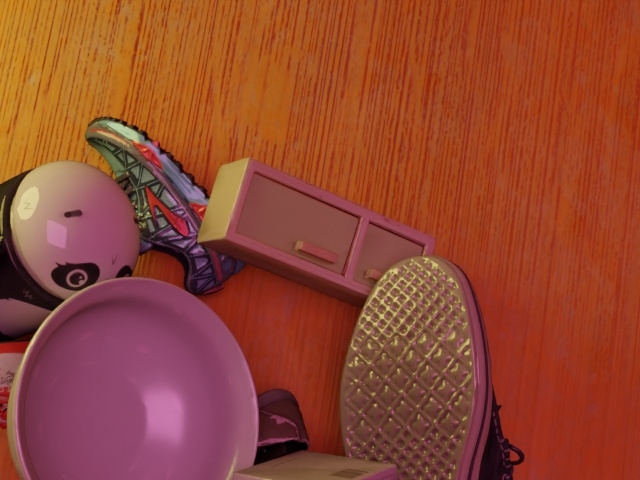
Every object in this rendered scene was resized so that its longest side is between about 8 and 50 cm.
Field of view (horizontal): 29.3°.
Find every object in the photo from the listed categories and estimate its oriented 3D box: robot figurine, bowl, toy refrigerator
[{"bbox_3d":[-0.332,0.018,1.397,0.173,0.278,0.209,52,36,-24],"label":"robot figurine"},{"bbox_3d":[-0.223,0.196,1.335,0.297,0.134,0.298,11,73,-37],"label":"bowl"},{"bbox_3d":[0.000,0.000,1.471,0.269,0.094,0.102,23,75,-25],"label":"toy refrigerator"}]

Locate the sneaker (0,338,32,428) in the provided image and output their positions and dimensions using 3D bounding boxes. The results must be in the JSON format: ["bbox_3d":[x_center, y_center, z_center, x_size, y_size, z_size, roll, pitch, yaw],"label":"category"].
[{"bbox_3d":[-0.343,0.186,1.384,0.270,0.090,0.145,-1,83,-50],"label":"sneaker"}]

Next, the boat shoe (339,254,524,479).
[{"bbox_3d":[0.136,0.267,1.435,0.186,0.156,0.500,-7,87,27],"label":"boat shoe"}]

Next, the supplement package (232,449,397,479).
[{"bbox_3d":[-0.005,0.369,1.345,0.133,0.139,0.244,2,95,35],"label":"supplement package"}]

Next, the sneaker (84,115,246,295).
[{"bbox_3d":[-0.205,-0.039,1.497,0.262,0.104,0.125,44,79,3],"label":"sneaker"}]

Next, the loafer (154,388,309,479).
[{"bbox_3d":[-0.119,0.270,1.439,0.251,0.094,0.087,-34,50,-12],"label":"loafer"}]
